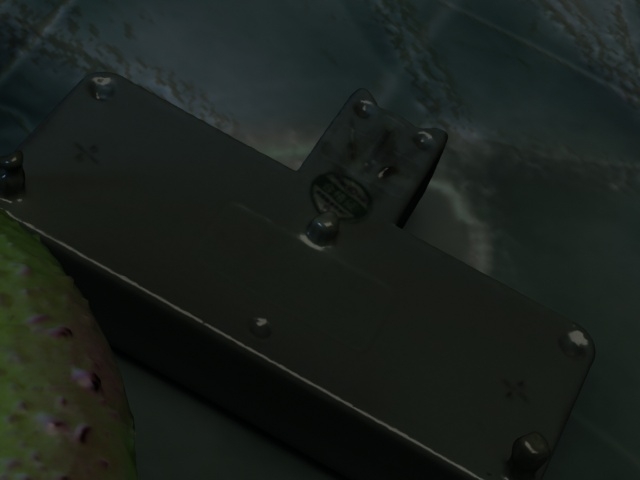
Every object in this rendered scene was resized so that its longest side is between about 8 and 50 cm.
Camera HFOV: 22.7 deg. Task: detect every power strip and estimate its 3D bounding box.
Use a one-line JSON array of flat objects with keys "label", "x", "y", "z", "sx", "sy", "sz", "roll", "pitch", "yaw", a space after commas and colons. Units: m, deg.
[{"label": "power strip", "x": 0.000, "y": 0.000, "z": 0.583, "sx": 0.215, "sy": 0.061, "sz": 0.145, "roll": 29, "pitch": 47, "yaw": 4}]

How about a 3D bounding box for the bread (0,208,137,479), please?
[{"label": "bread", "x": -0.183, "y": 0.072, "z": 0.374, "sx": 0.301, "sy": 0.045, "sz": 0.301, "roll": -6, "pitch": 45, "yaw": 6}]
